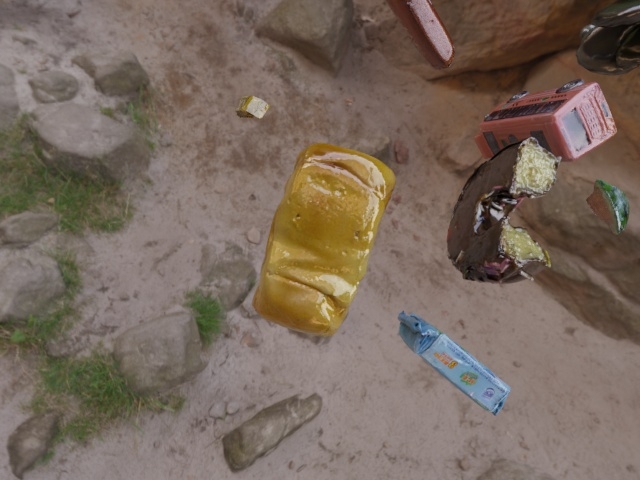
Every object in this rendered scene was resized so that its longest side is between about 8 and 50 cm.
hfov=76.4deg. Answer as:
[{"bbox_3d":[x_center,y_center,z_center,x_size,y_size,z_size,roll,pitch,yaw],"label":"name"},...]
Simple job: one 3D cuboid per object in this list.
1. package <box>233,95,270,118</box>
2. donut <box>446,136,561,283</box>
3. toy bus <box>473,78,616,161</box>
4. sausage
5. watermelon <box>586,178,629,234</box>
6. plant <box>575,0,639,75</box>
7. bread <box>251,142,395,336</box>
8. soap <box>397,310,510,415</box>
[{"bbox_3d":[-0.249,-0.475,1.454,0.131,0.047,0.071,21,72,43],"label":"package"},{"bbox_3d":[0.419,-0.044,0.963,0.136,0.259,0.345,22,68,-10],"label":"donut"},{"bbox_3d":[0.749,-0.388,1.407,0.233,0.427,0.203,-36,106,-5],"label":"toy bus"},{"bbox_3d":[0.274,-0.629,1.146,0.330,0.102,0.102,45,43,-26],"label":"sausage"},{"bbox_3d":[0.867,-0.097,1.203,0.101,0.080,0.155,-2,59,-15],"label":"watermelon"},{"bbox_3d":[0.507,-0.330,0.528,0.276,0.188,0.199,-39,63,-4],"label":"plant"},{"bbox_3d":[0.000,0.000,0.656,0.166,0.295,0.132,20,4,1],"label":"bread"},{"bbox_3d":[0.299,0.275,0.939,0.293,0.156,0.077,39,89,-9],"label":"soap"}]
